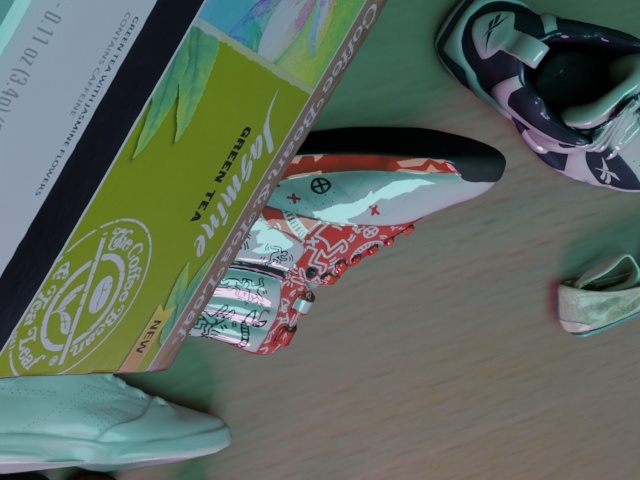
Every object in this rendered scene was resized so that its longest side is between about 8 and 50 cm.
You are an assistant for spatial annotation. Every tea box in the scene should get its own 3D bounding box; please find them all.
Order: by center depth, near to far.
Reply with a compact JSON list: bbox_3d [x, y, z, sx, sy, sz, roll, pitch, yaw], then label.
[{"bbox_3d":[-0.147,-0.121,0.628,0.220,0.323,0.329,33,97,18],"label":"tea box"}]

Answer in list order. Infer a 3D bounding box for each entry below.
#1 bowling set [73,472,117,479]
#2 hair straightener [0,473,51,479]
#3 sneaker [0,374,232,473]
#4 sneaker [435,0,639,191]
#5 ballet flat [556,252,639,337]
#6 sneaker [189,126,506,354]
[{"bbox_3d":[-0.130,0.283,0.899,0.154,0.200,0.287,-58,157,10],"label":"bowling set"},{"bbox_3d":[-0.304,0.174,0.855,0.230,0.047,0.089,5,97,-15],"label":"hair straightener"},{"bbox_3d":[-0.161,0.117,0.869,0.212,0.080,0.094,6,70,-31],"label":"sneaker"},{"bbox_3d":[0.205,-0.092,0.875,0.235,0.153,0.094,38,94,-25],"label":"sneaker"},{"bbox_3d":[0.272,0.030,0.993,0.168,0.057,0.052,-19,103,-12],"label":"ballet flat"},{"bbox_3d":[-0.001,0.000,0.872,0.270,0.090,0.145,-4,109,-14],"label":"sneaker"}]
